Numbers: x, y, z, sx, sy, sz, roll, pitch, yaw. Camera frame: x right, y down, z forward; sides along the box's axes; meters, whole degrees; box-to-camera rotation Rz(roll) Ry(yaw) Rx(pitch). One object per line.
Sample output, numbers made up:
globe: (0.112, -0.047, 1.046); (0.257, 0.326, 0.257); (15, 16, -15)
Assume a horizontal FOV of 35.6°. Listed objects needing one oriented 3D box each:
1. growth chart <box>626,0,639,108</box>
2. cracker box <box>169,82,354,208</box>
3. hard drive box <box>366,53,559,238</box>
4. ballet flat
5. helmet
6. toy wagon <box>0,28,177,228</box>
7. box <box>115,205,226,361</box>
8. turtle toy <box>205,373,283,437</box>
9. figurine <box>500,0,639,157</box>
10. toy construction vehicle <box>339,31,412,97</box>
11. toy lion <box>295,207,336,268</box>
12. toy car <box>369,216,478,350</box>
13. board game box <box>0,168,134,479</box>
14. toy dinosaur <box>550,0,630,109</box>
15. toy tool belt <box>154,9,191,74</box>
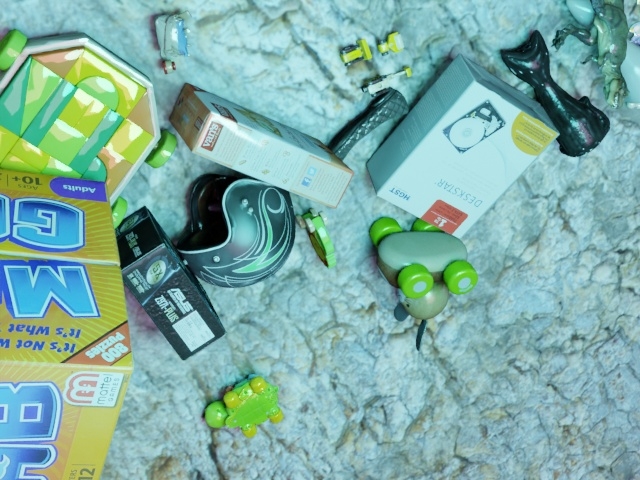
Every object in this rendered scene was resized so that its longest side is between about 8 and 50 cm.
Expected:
growth chart: (0.583, -0.321, 1.659); (0.172, 0.021, 0.237); (-1, 113, -19)
cracker box: (-0.085, -0.134, 1.410); (0.232, 0.155, 0.067); (20, 105, -28)
hard drive box: (0.214, -0.139, 1.526); (0.181, 0.089, 0.232); (25, 120, -28)
ballet flat: (0.064, -0.160, 1.510); (0.173, 0.057, 0.049); (-43, 108, 0)
helmet: (-0.121, -0.011, 1.451); (0.170, 0.169, 0.161); (8, 93, -24)
toy wagon: (-0.373, -0.109, 1.364); (0.267, 0.068, 0.344); (34, 98, -29)
box: (-0.226, 0.061, 1.451); (0.078, 0.147, 0.180); (-33, 120, -4)
turtle toy: (-0.127, 0.268, 1.629); (0.130, 0.066, 0.095); (-28, 120, -6)
figurine: (0.416, -0.277, 1.574); (0.215, 0.092, 0.209); (-41, 110, -1)
toy construction vehicle: (0.082, -0.264, 1.490); (0.098, 0.035, 0.085); (-27, 109, -11)
toy lion: (0.000, 0.000, 1.540); (0.034, 0.100, 0.096); (-27, 101, -10)
toy car: (0.151, 0.079, 1.611); (0.149, 0.155, 0.188); (-4, 127, -19)
board game box: (-0.460, 0.147, 1.236); (0.357, 0.356, 0.356); (6, 127, -23)
toy dinosaur: (0.419, -0.333, 1.504); (0.118, 0.064, 0.268); (5, 93, -12)
toy tool belt: (-0.196, -0.271, 1.368); (0.051, 0.052, 0.083); (-11, 117, -7)
